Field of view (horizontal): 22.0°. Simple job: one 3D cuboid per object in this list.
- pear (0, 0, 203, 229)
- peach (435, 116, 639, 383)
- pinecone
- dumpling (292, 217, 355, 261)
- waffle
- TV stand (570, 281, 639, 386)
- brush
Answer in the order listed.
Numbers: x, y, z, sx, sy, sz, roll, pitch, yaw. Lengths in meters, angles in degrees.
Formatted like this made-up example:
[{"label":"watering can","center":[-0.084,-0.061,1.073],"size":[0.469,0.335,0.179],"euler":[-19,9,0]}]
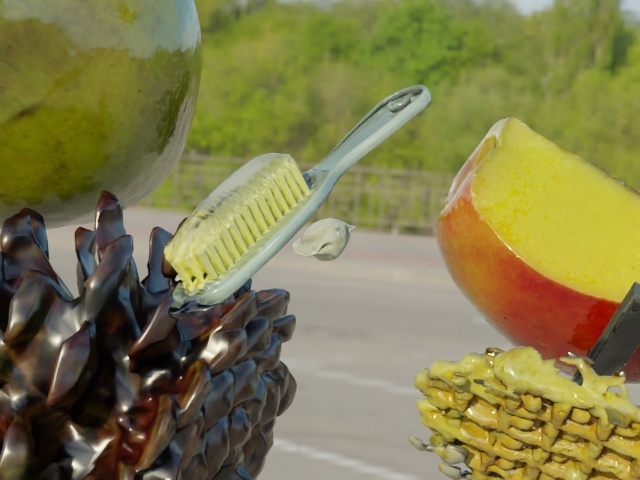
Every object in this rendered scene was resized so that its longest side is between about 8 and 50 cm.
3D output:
[{"label":"pear","center":[-0.292,-0.183,1.572],"size":[0.352,0.352,0.413],"euler":[7,-29,45]},{"label":"peach","center":[0.322,0.048,2.161],"size":[0.380,0.242,0.306],"euler":[30,-23,1]},{"label":"pinecone","center":[-0.204,0.142,1.437],"size":[0.398,0.397,0.398],"euler":[4,3,0]},{"label":"dumpling","center":[-0.001,-0.001,1.784],"size":[0.059,0.043,0.077],"euler":[-4,41,42]},{"label":"waffle","center":[0.219,0.178,1.426],"size":[0.262,0.060,0.280],"euler":[-11,-46,39]},{"label":"TV stand","center":[0.348,0.158,2.010],"size":[0.049,0.256,0.040],"euler":[23,37,-2]},{"label":"brush","center":[-0.020,-0.051,1.216],"size":[0.068,0.060,0.297],"euler":[-5,31,48]}]
